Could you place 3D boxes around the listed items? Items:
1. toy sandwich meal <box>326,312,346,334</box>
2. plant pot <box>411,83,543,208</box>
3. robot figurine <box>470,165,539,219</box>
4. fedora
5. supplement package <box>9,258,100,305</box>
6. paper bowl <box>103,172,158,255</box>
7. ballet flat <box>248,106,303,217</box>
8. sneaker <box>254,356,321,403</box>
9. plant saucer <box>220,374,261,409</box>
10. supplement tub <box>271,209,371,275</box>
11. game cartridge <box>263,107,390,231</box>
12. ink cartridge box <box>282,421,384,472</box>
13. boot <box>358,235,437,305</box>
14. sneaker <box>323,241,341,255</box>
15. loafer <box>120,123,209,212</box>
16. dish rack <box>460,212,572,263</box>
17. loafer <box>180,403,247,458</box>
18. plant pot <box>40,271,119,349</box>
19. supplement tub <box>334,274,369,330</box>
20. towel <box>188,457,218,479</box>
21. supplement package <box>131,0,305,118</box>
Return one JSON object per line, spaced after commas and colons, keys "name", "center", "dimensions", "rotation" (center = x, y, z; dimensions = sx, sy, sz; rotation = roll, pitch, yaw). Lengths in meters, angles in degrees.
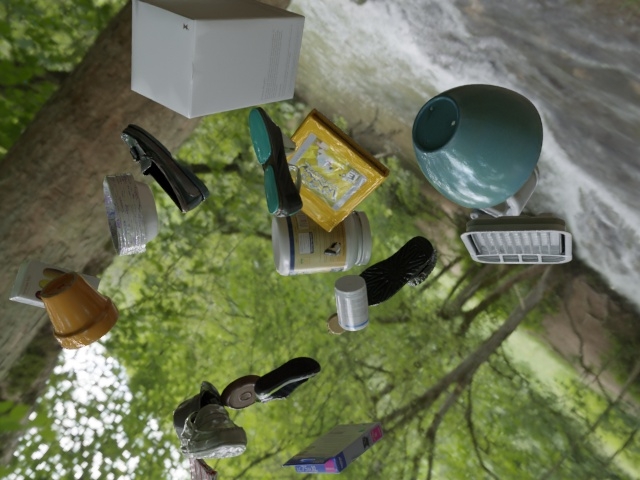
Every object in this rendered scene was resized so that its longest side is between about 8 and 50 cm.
{"name": "toy sandwich meal", "center": [0.055, 0.246, 1.730], "dimensions": [0.085, 0.085, 0.029], "rotation": [40, -166, -25]}
{"name": "plant pot", "center": [0.323, -0.234, 1.313], "dimensions": [0.195, 0.290, 0.290], "rotation": [14, -166, -39]}
{"name": "robot figurine", "center": [0.702, -0.206, 2.192], "dimensions": [0.200, 0.353, 0.300], "rotation": [31, 153, 14]}
{"name": "fedora", "center": [-0.414, 0.605, 1.943], "dimensions": [0.275, 0.124, 0.243], "rotation": [59, -161, -70]}
{"name": "supplement package", "center": [-0.921, 0.169, 2.001], "dimensions": [0.244, 0.139, 0.134], "rotation": [22, 158, -35]}
{"name": "paper bowl", "center": [-0.657, -0.095, 2.008], "dimensions": [0.148, 0.284, 0.284], "rotation": [-10, -157, -24]}
{"name": "ballet flat", "center": [-0.103, -0.189, 1.400], "dimensions": [0.096, 0.280, 0.095], "rotation": [-6, 169, -32]}
{"name": "sneaker", "center": [-0.109, 0.457, 1.866], "dimensions": [0.084, 0.235, 0.097], "rotation": [-127, 24, -49]}
{"name": "plant saucer", "center": [-0.269, 0.543, 2.034], "dimensions": [0.168, 0.168, 0.029], "rotation": [42, -171, -47]}
{"name": "supplement tub", "center": [0.000, 0.000, 1.997], "dimensions": [0.316, 0.228, 0.228], "rotation": [-4, -173, -12]}
{"name": "game cartridge", "center": [0.005, -0.195, 1.720], "dimensions": [0.285, 0.052, 0.324], "rotation": [38, 136, -7]}
{"name": "ink cartridge box", "center": [0.045, 0.670, 1.843], "dimensions": [0.311, 0.186, 0.065], "rotation": [-11, -96, -51]}
{"name": "boot", "center": [0.284, 0.127, 2.117], "dimensions": [0.131, 0.348, 0.260], "rotation": [57, -176, 14]}
{"name": "sneaker", "center": [0.038, 0.026, 1.826], "dimensions": [0.040, 0.043, 0.109], "rotation": [12, -174, 15]}
{"name": "loafer", "center": [-0.392, -0.175, 1.395], "dimensions": [0.267, 0.084, 0.096], "rotation": [40, 156, 4]}
{"name": "dish rack", "center": [0.564, -0.006, 1.644], "dimensions": [0.286, 0.072, 0.333], "rotation": [0, 164, 23]}
{"name": "loafer", "center": [-0.238, 0.411, 1.242], "dimensions": [0.112, 0.111, 0.319], "rotation": [8, 159, -27]}
{"name": "plant pot", "center": [-0.779, 0.209, 1.831], "dimensions": [0.205, 0.205, 0.188], "rotation": [35, 152, 55]}
{"name": "supplement tub", "center": [0.070, 0.138, 1.268], "dimensions": [0.071, 0.071, 0.107], "rotation": [35, 140, 50]}
{"name": "towel", "center": [-0.329, 0.686, 1.630], "dimensions": [0.029, 0.144, 0.197], "rotation": [-8, -172, -29]}
{"name": "supplement package", "center": [-0.198, -0.370, 1.130], "dimensions": [0.175, 0.177, 0.293], "rotation": [29, -146, 28]}
